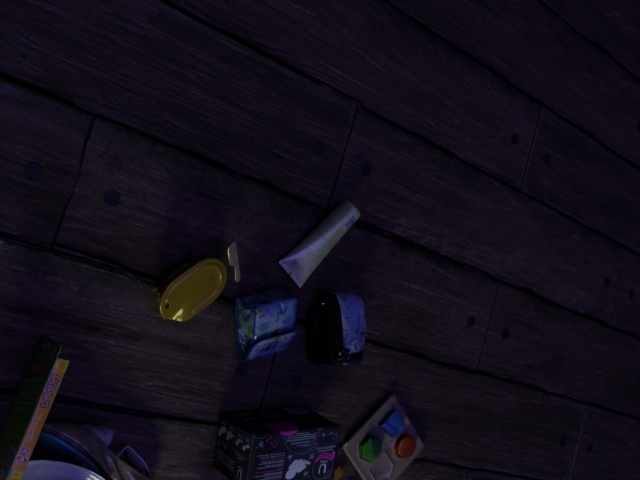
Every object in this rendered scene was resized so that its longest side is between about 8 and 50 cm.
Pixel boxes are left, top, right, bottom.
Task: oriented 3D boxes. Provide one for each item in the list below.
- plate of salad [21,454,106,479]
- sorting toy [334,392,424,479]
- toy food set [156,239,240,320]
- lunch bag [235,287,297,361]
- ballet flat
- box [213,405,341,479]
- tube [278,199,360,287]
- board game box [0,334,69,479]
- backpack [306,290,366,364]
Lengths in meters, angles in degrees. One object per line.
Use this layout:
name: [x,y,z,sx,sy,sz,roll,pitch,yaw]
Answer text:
plate of salad: [-0.501,0.471,1.495,0.200,0.200,0.048,41,37,-32]
sorting toy: [0.149,0.593,2.058,0.307,0.041,0.229,-41,116,-26]
toy food set: [-0.281,0.086,1.684,0.218,0.071,0.128,-36,138,-26]
lunch bag: [-0.128,0.203,1.790,0.129,0.096,0.151,-10,115,-38]
ballet flat: [-0.445,0.455,1.575,0.123,0.123,0.348,-49,119,-22]
box: [-0.103,0.485,1.787,0.247,0.163,0.142,6,95,-36]
tube: [0.000,0.000,1.886,0.070,0.062,0.240,38,72,13]
board game box: [-0.556,0.315,1.460,0.039,0.124,0.259,24,81,-37]
backpack: [0.045,0.216,1.895,0.115,0.152,0.182,5,79,-42]
